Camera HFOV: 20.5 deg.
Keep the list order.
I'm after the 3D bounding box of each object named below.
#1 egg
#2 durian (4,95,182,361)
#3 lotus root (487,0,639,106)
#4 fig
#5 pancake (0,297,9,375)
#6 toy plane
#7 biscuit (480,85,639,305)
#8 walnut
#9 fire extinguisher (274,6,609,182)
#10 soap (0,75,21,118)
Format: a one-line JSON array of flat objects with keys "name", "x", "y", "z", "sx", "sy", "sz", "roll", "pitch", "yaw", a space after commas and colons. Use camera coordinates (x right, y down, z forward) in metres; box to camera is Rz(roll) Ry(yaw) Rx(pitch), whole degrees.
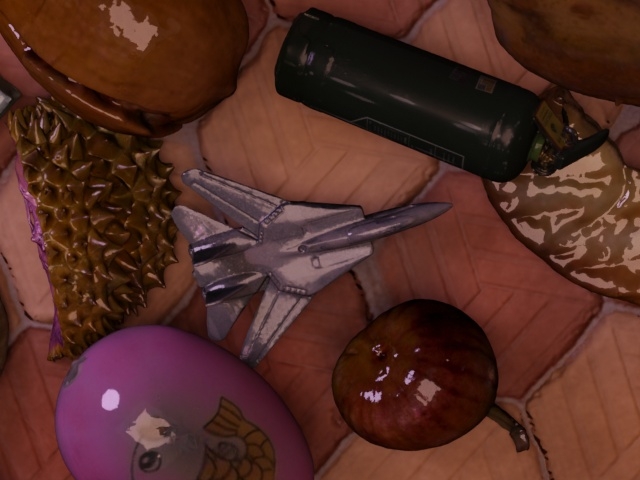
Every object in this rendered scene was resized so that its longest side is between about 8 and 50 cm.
[{"name": "egg", "x": -0.128, "y": 0.192, "z": 1.723, "sx": 0.271, "sy": 0.196, "sz": 0.196, "roll": 21, "pitch": 99, "yaw": -28}, {"name": "durian", "x": -0.220, "y": -0.024, "z": 1.753, "sx": 0.186, "sy": 0.154, "sz": 0.260, "roll": -28, "pitch": 105, "yaw": -19}, {"name": "lotus root", "x": 0.286, "y": -0.284, "z": 1.645, "sx": 0.250, "sy": 0.316, "sz": 0.316, "roll": 6, "pitch": 99, "yaw": 20}, {"name": "fig", "x": 0.114, "y": 0.131, "z": 1.752, "sx": 0.202, "sy": 0.148, "sz": 0.149, "roll": -10, "pitch": 136, "yaw": -34}, {"name": "pancake", "x": -0.419, "y": 0.092, "z": 1.751, "sx": 0.242, "sy": 0.050, "sz": 0.241, "roll": -5, "pitch": 99, "yaw": -30}, {"name": "toy plane", "x": -0.002, "y": -0.002, "z": 1.761, "sx": 0.267, "sy": 0.088, "sz": 0.212, "roll": -18, "pitch": 103, "yaw": -5}, {"name": "biscuit", "x": 0.293, "y": -0.023, "z": 1.766, "sx": 0.299, "sy": 0.045, "sz": 0.154, "roll": 35, "pitch": 97, "yaw": -4}, {"name": "walnut", "x": -0.216, "y": -0.241, "z": 1.672, "sx": 0.336, "sy": 0.209, "sz": 0.209, "roll": 42, "pitch": 97, "yaw": -3}, {"name": "fire extinguisher", "x": 0.117, "y": -0.132, "z": 1.703, "sx": 0.311, "sy": 0.114, "sz": 0.095, "roll": 24, "pitch": 136, "yaw": 12}, {"name": "soap", "x": -0.407, "y": -0.108, "z": 1.764, "sx": 0.114, "sy": 0.063, "sz": 0.198, "roll": 41, "pitch": 98, "yaw": -6}]
